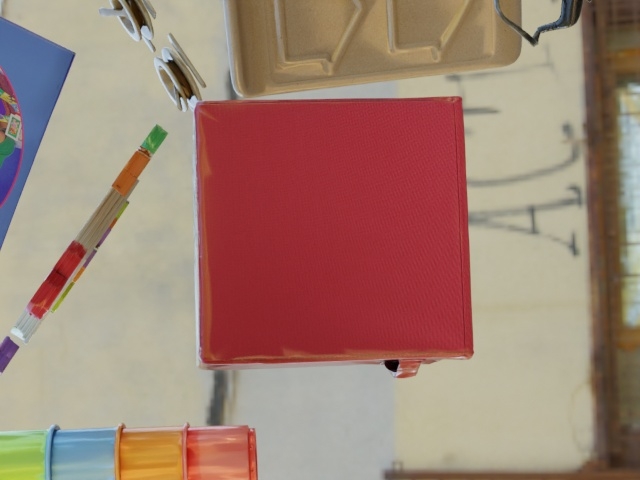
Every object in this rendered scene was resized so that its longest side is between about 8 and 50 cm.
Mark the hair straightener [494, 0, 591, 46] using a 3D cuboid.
[{"bbox_3d":[0.149,-0.239,0.851,0.047,0.089,0.230,-112,20,-54],"label":"hair straightener"}]

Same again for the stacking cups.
[{"bbox_3d":[-0.217,0.212,1.154,0.096,0.316,0.096,-3,-90,-89],"label":"stacking cups"}]

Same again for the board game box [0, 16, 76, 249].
[{"bbox_3d":[-0.377,-0.097,0.869,0.347,0.078,0.233,25,-110,-24],"label":"board game box"}]

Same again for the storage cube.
[{"bbox_3d":[0.000,0.000,0.946,0.183,0.193,0.214,132,136,-81],"label":"storage cube"}]

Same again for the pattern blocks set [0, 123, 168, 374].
[{"bbox_3d":[-0.244,0.011,1.266,0.285,0.026,0.324,-46,13,46],"label":"pattern blocks set"}]

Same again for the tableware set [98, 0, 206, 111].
[{"bbox_3d":[-0.209,-0.233,1.515,0.194,0.039,0.128,56,166,7],"label":"tableware set"}]

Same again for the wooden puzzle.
[{"bbox_3d":[0.053,-0.335,1.363,0.080,0.348,0.322,-128,30,-65],"label":"wooden puzzle"}]
